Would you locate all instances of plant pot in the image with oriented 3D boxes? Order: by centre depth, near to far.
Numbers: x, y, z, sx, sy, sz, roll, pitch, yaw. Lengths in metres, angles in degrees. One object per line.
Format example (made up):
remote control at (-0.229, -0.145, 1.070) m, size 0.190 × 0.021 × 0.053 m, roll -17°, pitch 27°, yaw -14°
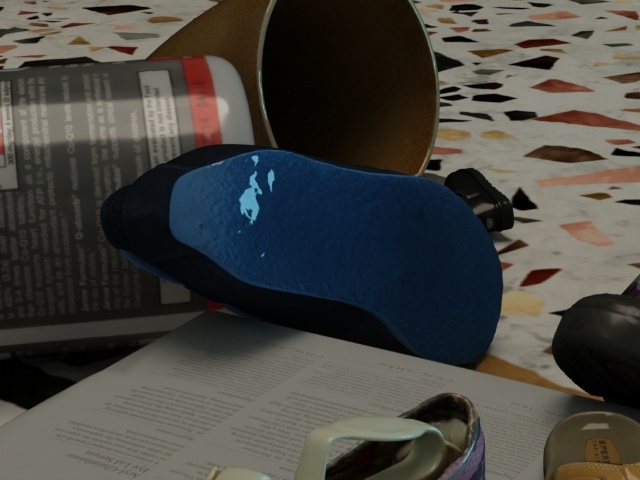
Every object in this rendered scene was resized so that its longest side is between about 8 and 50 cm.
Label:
plant pot at (-0.058, -0.132, 1.437) m, size 0.254 × 0.237 × 0.237 m, roll -3°, pitch 13°, yaw 45°

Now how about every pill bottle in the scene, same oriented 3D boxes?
pill bottle at (-0.233, -0.019, 1.099) m, size 0.363 × 0.210 × 0.210 m, roll -5°, pitch 20°, yaw -10°

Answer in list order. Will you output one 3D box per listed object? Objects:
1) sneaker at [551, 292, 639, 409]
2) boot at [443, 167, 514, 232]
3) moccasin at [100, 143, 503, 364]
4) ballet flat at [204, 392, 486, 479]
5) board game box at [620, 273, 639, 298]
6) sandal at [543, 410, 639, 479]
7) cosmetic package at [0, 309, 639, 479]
sneaker at (0.251, 0.032, 0.844) m, size 0.281 × 0.162 × 0.106 m, roll 21°, pitch -12°, yaw -31°
boot at (0.104, -0.027, 1.352) m, size 0.099 × 0.045 × 0.121 m, roll -11°, pitch 22°, yaw -16°
moccasin at (0.000, 0.000, 1.002) m, size 0.117 × 0.138 × 0.342 m, roll 0°, pitch -17°, yaw 37°
ballet flat at (-0.007, 0.117, 0.616) m, size 0.077 × 0.079 × 0.221 m, roll 16°, pitch 28°, yaw 38°
board game box at (0.363, -0.031, 1.025) m, size 0.317 × 0.046 × 0.213 m, roll -48°, pitch 26°, yaw -3°
sandal at (0.131, 0.110, 0.666) m, size 0.072 × 0.049 × 0.180 m, roll -1°, pitch 20°, yaw 1°
cosmetic package at (0.010, 0.154, 0.760) m, size 0.377 × 0.097 × 0.284 m, roll 11°, pitch 21°, yaw 32°
